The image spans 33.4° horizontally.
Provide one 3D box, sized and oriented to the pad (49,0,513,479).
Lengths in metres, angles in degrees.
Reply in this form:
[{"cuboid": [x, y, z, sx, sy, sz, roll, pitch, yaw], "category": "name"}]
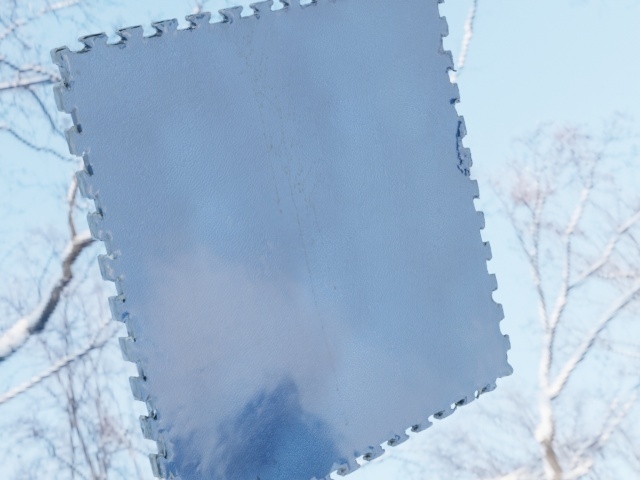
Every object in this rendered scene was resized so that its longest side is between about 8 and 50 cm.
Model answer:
[{"cuboid": [0.000, 0.000, 0.583, 0.269, 0.012, 0.270, -19, -77, -38], "category": "pad"}]
